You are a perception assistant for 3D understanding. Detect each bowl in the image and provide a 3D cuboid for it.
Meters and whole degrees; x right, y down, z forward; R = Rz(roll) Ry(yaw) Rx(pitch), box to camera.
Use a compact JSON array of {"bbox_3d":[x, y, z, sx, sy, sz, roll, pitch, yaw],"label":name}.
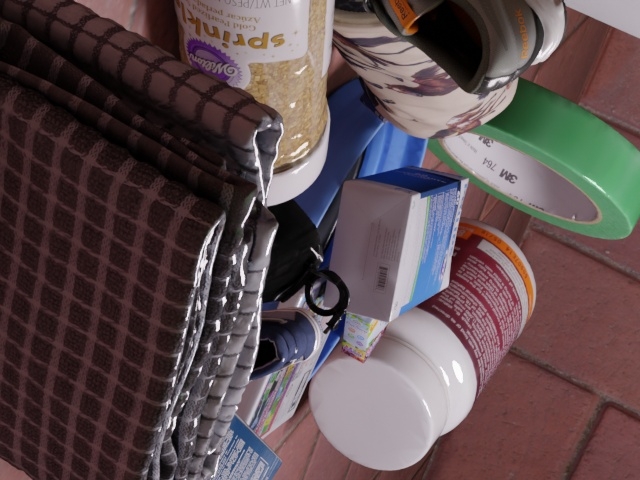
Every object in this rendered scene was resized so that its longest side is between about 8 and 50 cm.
[{"bbox_3d":[0.000,0.000,1.714,0.391,0.077,0.391,-57,165,-25],"label":"bowl"}]

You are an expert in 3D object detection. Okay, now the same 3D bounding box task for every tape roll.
[{"bbox_3d":[0.274,-0.113,1.999,0.077,0.321,0.321,-61,166,-9],"label":"tape roll"}]

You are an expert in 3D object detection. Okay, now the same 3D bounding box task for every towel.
[{"bbox_3d":[-0.150,0.013,0.847,0.121,0.235,0.284,-42,155,-43],"label":"towel"}]

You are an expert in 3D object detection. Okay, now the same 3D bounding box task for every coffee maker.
[{"bbox_3d":[-0.075,0.023,1.269,0.178,0.171,0.120,-37,148,-62],"label":"coffee maker"}]

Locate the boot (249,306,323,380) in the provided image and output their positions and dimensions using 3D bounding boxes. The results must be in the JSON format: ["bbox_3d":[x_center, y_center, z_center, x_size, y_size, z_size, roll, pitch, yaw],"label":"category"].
[{"bbox_3d":[-0.097,0.102,1.392,0.086,0.190,0.069,-19,92,-63],"label":"boot"}]

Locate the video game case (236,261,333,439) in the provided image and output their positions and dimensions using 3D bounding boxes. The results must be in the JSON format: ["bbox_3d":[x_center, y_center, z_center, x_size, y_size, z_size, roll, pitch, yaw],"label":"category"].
[{"bbox_3d":[-0.033,0.120,1.608,0.201,0.023,0.183,-66,166,17],"label":"video game case"}]

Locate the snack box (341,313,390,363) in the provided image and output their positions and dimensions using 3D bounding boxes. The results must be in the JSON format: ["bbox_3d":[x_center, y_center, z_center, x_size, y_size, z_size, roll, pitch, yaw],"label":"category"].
[{"bbox_3d":[0.076,0.068,1.881,0.141,0.037,0.100,-56,163,-29],"label":"snack box"}]

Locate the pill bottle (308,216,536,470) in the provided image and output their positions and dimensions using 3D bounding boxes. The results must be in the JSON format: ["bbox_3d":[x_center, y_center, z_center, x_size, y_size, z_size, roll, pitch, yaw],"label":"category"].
[{"bbox_3d":[0.149,0.146,2.235,0.392,0.224,0.224,-47,159,-51],"label":"pill bottle"}]

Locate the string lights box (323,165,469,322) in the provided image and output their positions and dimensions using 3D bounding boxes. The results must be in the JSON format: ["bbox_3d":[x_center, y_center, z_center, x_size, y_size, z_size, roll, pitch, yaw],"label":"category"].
[{"bbox_3d":[0.086,-0.002,1.646,0.259,0.076,0.133,-19,120,-72],"label":"string lights box"}]

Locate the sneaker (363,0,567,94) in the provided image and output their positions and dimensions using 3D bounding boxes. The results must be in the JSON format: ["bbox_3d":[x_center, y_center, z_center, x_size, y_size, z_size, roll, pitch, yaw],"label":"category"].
[{"bbox_3d":[0.057,-0.216,1.114,0.108,0.271,0.100,-45,177,-37],"label":"sneaker"}]

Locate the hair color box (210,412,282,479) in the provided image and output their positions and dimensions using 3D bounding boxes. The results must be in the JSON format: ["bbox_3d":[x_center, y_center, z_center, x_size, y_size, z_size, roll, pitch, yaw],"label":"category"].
[{"bbox_3d":[-0.150,0.153,1.232,0.105,0.173,0.347,-59,166,-11],"label":"hair color box"}]

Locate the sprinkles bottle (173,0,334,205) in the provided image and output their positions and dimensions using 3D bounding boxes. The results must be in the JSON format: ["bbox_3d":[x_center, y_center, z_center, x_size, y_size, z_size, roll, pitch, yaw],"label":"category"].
[{"bbox_3d":[-0.048,-0.167,1.122,0.121,0.121,0.355,-56,164,-28],"label":"sprinkles bottle"}]

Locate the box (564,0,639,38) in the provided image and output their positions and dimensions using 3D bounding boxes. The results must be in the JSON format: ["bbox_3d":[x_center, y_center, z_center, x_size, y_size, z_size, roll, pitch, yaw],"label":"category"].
[{"bbox_3d":[0.322,-0.367,1.648,0.215,0.345,0.168,-61,167,-11],"label":"box"}]

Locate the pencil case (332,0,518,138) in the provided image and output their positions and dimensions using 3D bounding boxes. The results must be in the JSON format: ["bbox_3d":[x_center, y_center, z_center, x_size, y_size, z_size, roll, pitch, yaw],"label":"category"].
[{"bbox_3d":[0.071,-0.212,1.375,0.410,0.183,0.160,38,73,-74],"label":"pencil case"}]
